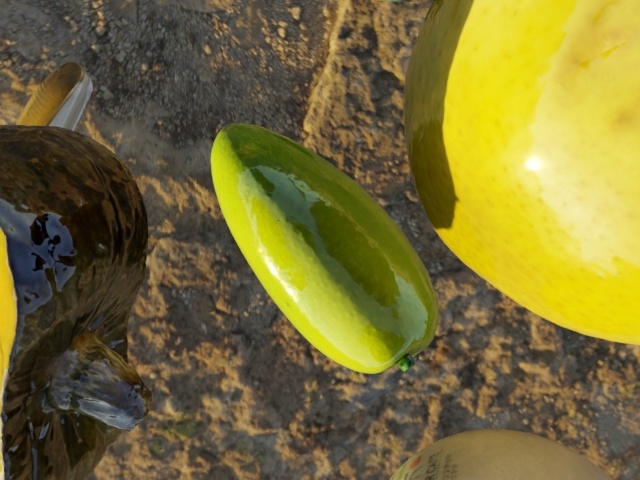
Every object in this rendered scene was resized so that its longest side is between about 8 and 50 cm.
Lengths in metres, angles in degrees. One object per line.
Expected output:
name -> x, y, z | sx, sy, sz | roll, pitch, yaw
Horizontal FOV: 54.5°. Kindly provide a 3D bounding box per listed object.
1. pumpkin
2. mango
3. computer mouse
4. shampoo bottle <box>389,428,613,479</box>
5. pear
pumpkin -> -0.228, 0.076, 0.467 | 0.221, 0.139, 0.317 | 21, 103, 20
mango -> 0.000, 0.000, 0.717 | 0.156, 0.192, 0.343 | -38, 92, 22
computer mouse -> -0.396, -0.138, 0.868 | 0.056, 0.126, 0.245 | 21, 105, -40
shampoo bottle -> 0.159, 0.321, 0.534 | 0.273, 0.266, 0.273 | 4, 103, 17
pear -> 0.251, -0.110, 0.441 | 0.418, 0.362, 0.362 | -19, 126, 44
